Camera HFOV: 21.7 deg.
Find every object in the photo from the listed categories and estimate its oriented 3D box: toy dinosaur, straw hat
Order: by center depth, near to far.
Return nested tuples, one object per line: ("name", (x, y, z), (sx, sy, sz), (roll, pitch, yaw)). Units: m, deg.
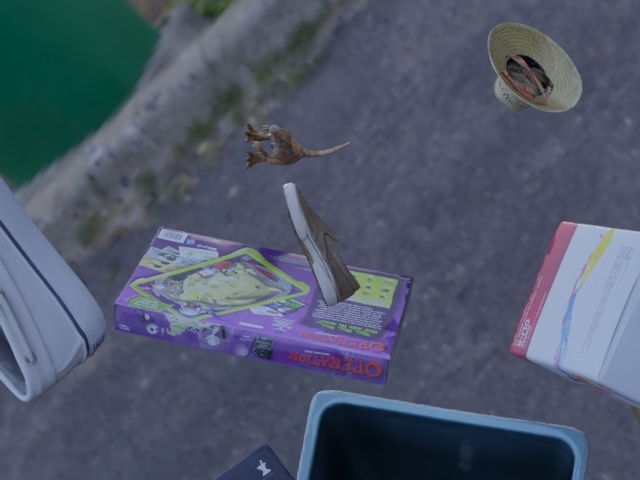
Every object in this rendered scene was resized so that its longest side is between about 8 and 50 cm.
("straw hat", (0.242, -0.191, 2.018), (0.061, 0.144, 0.144), (-52, 19, 42))
("toy dinosaur", (-0.046, -0.124, 2.349), (0.112, 0.211, 0.064), (8, 91, 18))

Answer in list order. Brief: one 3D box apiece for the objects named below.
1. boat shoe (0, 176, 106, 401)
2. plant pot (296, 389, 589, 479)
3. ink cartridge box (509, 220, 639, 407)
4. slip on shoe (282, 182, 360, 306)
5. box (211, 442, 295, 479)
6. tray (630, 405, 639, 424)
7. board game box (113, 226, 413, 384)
("boat shoe", (-0.266, -0.002, 1.171), (0.096, 0.267, 0.088), (-19, 22, 52))
("plant pot", (0.106, 0.305, 1.535), (0.247, 0.252, 0.247), (8, 70, 11))
("ink cartridge box", (0.260, 0.068, 1.354), (0.127, 0.128, 0.176), (-67, 16, -3))
("slip on shoe", (0.000, 0.000, 1.706), (0.041, 0.135, 0.051), (-23, 8, -3))
("box", (-0.103, 0.444, 1.725), (0.343, 0.312, 0.179), (-32, -14, -31))
("tray", (0.447, 0.032, 1.665), (0.076, 0.203, 0.411), (21, 70, 36))
("board game box", (-0.067, 0.079, 2.122), (0.208, 0.346, 0.056), (-65, -15, -64))
